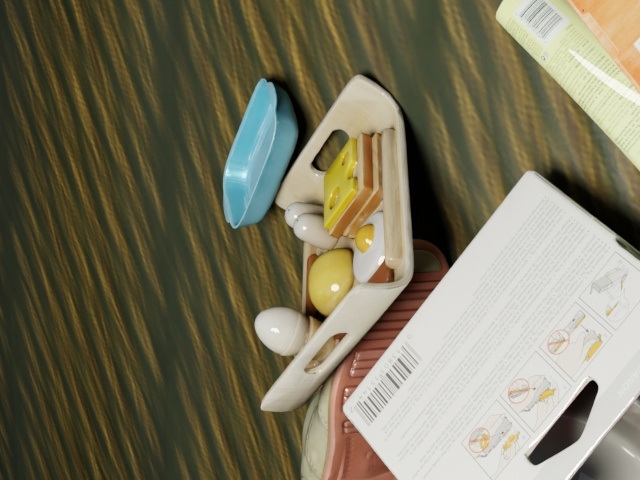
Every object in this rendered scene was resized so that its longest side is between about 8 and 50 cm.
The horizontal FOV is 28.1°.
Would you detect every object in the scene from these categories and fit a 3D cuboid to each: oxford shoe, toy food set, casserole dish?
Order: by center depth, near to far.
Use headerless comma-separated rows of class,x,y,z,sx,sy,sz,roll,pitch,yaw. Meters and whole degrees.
toy food set,0.000,0.000,1.326,0.219,0.092,0.306,-54,26,42
oxford shoe,0.040,0.167,1.414,0.146,0.140,0.397,43,125,55
casserole dish,-0.068,-0.097,1.473,0.114,0.037,0.188,-105,32,-46

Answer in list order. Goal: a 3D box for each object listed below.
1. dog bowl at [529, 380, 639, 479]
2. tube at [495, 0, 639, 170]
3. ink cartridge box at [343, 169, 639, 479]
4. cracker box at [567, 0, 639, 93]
dog bowl,0.268,0.271,1.234,0.349,0.102,0.348,18,117,41
tube,0.257,-0.138,1.136,0.240,0.062,0.070,48,177,17
ink cartridge box,0.181,0.119,1.140,0.296,0.066,0.261,-53,40,9
cracker box,0.287,-0.184,0.951,0.155,0.232,0.067,56,134,16
